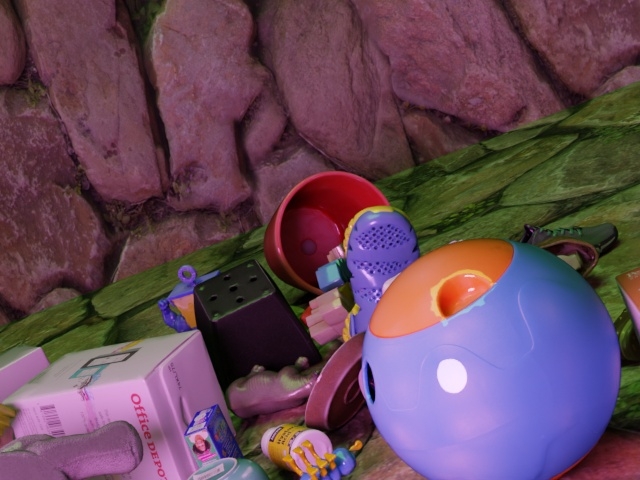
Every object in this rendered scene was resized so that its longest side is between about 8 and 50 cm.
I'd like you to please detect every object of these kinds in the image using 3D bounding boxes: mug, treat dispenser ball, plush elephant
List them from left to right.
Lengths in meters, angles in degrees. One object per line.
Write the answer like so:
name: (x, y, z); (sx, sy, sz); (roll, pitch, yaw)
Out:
plush elephant: (-0.402, 0.402, 1.476); (0.330, 0.271, 0.255); (6, -44, -26)
mug: (-0.129, 0.346, 1.469); (0.129, 0.097, 0.158); (-15, 14, 37)
treat dispenser ball: (0.190, 0.140, 1.289); (0.288, 0.288, 0.288); (-23, 11, 5)

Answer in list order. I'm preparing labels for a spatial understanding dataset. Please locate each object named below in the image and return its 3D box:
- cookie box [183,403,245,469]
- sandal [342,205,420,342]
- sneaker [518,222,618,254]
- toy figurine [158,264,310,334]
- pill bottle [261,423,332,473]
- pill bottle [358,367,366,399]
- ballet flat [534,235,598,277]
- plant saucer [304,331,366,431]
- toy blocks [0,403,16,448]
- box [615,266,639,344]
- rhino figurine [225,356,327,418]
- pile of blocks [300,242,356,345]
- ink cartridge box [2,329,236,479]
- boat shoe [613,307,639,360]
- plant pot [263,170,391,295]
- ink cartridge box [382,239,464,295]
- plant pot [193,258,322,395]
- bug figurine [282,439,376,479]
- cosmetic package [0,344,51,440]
cookie box: (-0.152, 0.308, 1.676); (0.040, 0.107, 0.092); (-23, 10, 11)
sandal: (0.101, 0.092, 1.827); (0.126, 0.317, 0.138); (-4, 33, -3)
sneaker: (0.411, 0.001, 1.997); (0.224, 0.098, 0.083); (-26, 11, -10)
toy figurine: (-0.215, 0.146, 2.288); (0.363, 0.217, 0.191); (-18, 12, 27)
pill bottle: (-0.037, 0.293, 1.620); (0.065, 0.065, 0.116); (-29, 12, -27)
pill bottle: (0.147, 0.185, 1.676); (0.169, 0.094, 0.094); (-30, 13, -29)
ballet flat: (0.300, 0.079, 1.812); (0.342, 0.116, 0.124); (-21, -4, -17)
plant saucer: (0.039, 0.214, 1.687); (0.029, 0.168, 0.168); (29, 40, 26)
toy blocks: (-0.607, 0.428, 1.723); (0.382, 0.260, 0.191); (-21, -33, 19)
box: (0.459, 0.116, 1.172); (0.215, 0.168, 0.345); (-22, 11, 8)
rhino figurine: (-0.052, 0.240, 1.886); (0.243, 0.073, 0.106); (-16, 9, 29)
pile of blocks: (0.018, 0.098, 2.094); (0.113, 0.149, 0.362); (-27, -2, 13)
ink cartridge box: (-0.314, 0.284, 1.824); (0.270, 0.198, 0.197); (-11, 14, 24)
boat shoe: (0.436, 0.103, 1.553); (0.060, 0.064, 0.178); (-8, 21, 48)
plant pot: (0.000, 0.000, 2.506); (0.275, 0.274, 0.243); (-27, 2, -19)
ink cartridge box: (0.213, 0.115, 1.608); (0.160, 0.092, 0.219); (-28, 46, -25)
plant pot: (-0.132, 0.150, 2.080); (0.188, 0.167, 0.188); (-25, 36, -8)
bug figurine: (0.008, 0.328, 1.346); (0.216, 0.072, 0.279); (-33, 18, -17)
cosmetic package: (-0.658, 0.373, 2.133); (0.385, 0.217, 0.156); (-28, 12, -30)
